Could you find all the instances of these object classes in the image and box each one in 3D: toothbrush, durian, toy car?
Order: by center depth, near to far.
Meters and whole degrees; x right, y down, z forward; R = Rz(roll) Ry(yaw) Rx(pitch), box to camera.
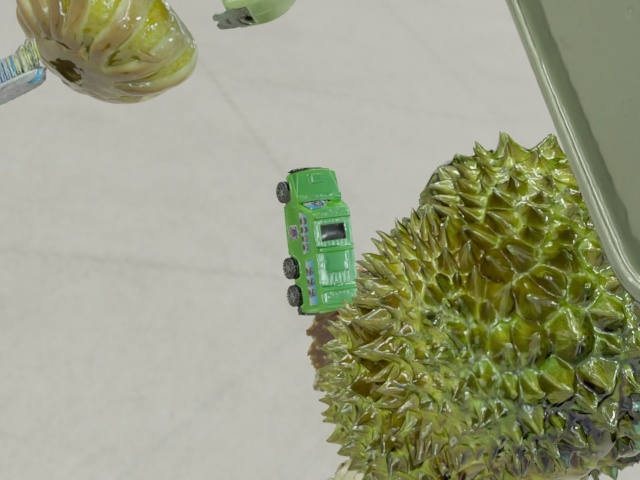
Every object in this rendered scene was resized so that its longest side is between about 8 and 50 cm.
[{"bbox_3d":[0.139,0.067,1.018,0.224,0.291,0.291,36,28,30],"label":"durian"},{"bbox_3d":[-0.397,-0.100,1.361,0.035,0.413,0.042,-16,89,-58],"label":"toothbrush"},{"bbox_3d":[0.000,0.000,1.661,0.071,0.165,0.062,-7,2,-34],"label":"toy car"}]

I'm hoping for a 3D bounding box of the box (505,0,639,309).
[{"bbox_3d":[0.201,-0.100,0.706,0.178,0.138,0.274,-2,66,-41],"label":"box"}]

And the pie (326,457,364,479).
[{"bbox_3d":[0.094,0.377,2.081,0.339,0.339,0.083,-5,30,-46],"label":"pie"}]

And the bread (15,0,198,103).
[{"bbox_3d":[-0.234,-0.215,1.585,0.213,0.105,0.213,30,-19,12],"label":"bread"}]

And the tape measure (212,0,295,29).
[{"bbox_3d":[-0.029,-0.286,1.312,0.154,0.177,0.087,-11,-9,8],"label":"tape measure"}]

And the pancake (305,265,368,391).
[{"bbox_3d":[0.076,0.130,1.931,0.266,0.244,0.057,29,29,-6],"label":"pancake"}]
